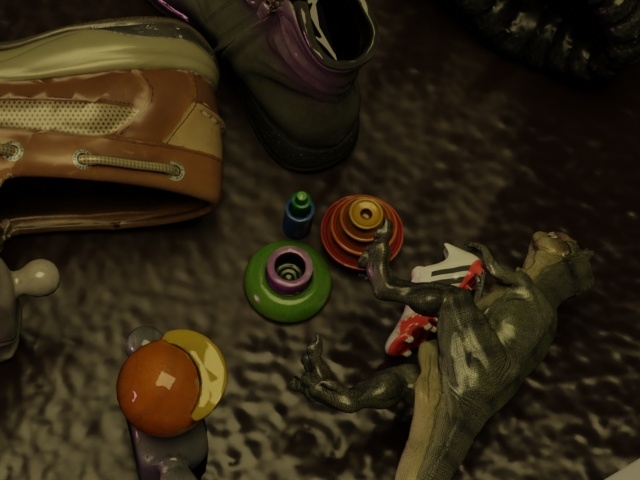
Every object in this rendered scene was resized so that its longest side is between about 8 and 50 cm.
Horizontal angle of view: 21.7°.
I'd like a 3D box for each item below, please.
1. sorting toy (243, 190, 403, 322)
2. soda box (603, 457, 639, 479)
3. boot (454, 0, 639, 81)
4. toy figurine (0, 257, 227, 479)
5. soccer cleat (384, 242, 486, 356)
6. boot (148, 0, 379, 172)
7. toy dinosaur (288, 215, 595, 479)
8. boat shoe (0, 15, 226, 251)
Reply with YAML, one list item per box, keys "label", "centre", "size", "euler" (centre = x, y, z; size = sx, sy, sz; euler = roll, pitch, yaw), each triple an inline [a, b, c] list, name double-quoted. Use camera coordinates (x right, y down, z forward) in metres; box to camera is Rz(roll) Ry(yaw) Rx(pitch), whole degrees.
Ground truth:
- label: "sorting toy"
  centre: [0.000, 0.000, 0.959]
  size: [0.102, 0.042, 0.061]
  euler: [-32, 72, -17]
- label: "soda box"
  centre: [0.124, 0.190, 0.855]
  size: [0.216, 0.074, 0.069]
  euler: [-27, 46, -16]
- label: "boot"
  centre: [0.109, -0.282, 1.049]
  size: [0.348, 0.131, 0.260]
  euler: [34, 67, 10]
- label: "toy figurine"
  centre: [-0.169, 0.105, 0.838]
  size: [0.213, 0.148, 0.209]
  euler: [32, 68, 11]
- label: "soccer cleat"
  centre: [0.060, 0.034, 0.957]
  size: [0.036, 0.029, 0.083]
  euler: [37, 64, 21]
- label: "boot"
  centre: [-0.043, -0.168, 0.967]
  size: [0.083, 0.161, 0.246]
  euler: [-31, 71, -17]
- label: "toy dinosaur"
  centre: [0.057, 0.063, 0.883]
  size: [0.118, 0.064, 0.268]
  euler: [30, 57, 6]
- label: "boat shoe"
  centre: [-0.206, -0.039, 0.920]
  size: [0.324, 0.122, 0.119]
  euler: [-11, 72, -9]
